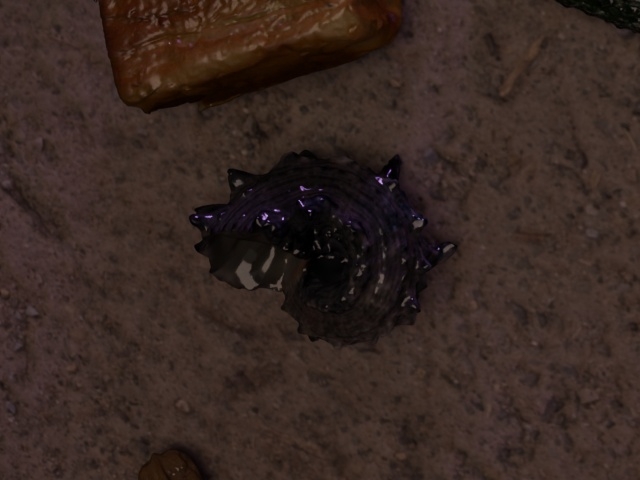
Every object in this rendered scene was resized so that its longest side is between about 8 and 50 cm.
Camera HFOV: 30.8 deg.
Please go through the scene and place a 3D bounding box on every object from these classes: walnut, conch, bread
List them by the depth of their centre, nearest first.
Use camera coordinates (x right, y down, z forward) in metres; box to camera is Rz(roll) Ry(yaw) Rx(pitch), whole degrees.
[{"bbox_3d":[-0.082,-0.267,1.337,0.344,0.149,0.195,-12,86,20],"label":"bread"},{"bbox_3d":[-0.003,0.013,1.371,0.313,0.186,0.240,14,115,-6],"label":"conch"},{"bbox_3d":[-0.195,0.321,1.532,0.079,0.082,0.096,-33,89,-8],"label":"walnut"}]

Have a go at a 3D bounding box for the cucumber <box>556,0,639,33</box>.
[{"bbox_3d":[0.325,-0.277,1.239,0.359,0.096,0.096,24,107,9],"label":"cucumber"}]
